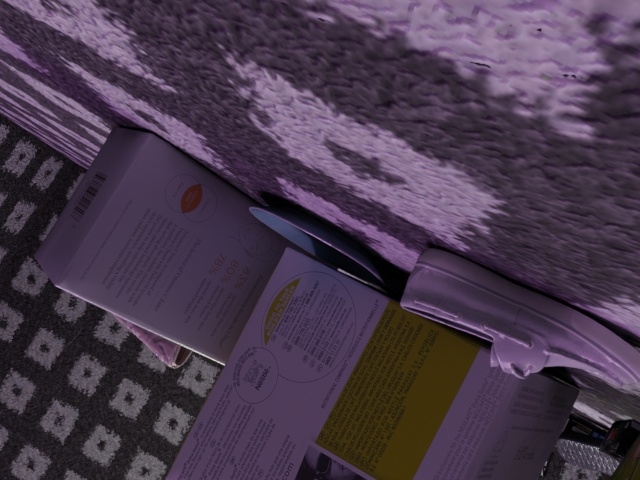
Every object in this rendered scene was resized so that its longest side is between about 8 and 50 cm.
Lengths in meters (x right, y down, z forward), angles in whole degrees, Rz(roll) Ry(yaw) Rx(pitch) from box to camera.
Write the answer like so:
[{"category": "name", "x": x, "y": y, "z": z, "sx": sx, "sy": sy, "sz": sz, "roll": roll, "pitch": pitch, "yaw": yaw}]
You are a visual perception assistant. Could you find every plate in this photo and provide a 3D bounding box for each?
[{"category": "plate", "x": 0.000, "y": 0.000, "z": 0.750, "sx": 0.188, "sy": 0.024, "sz": 0.188, "roll": 29, "pitch": 172, "yaw": 4}]

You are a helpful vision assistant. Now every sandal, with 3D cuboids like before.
[{"category": "sandal", "x": 0.559, "y": 0.398, "z": 1.149, "sx": 0.254, "sy": 0.054, "sz": 0.097, "roll": 6, "pitch": 124, "yaw": 54}]

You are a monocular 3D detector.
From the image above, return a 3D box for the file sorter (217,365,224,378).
[{"category": "file sorter", "x": -0.043, "y": 0.180, "z": 1.185, "sx": 0.193, "sy": 0.278, "sz": 0.173, "roll": 31, "pitch": 175, "yaw": -7}]

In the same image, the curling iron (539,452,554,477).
[{"category": "curling iron", "x": 0.436, "y": 0.383, "z": 1.213, "sx": 0.035, "sy": 0.068, "sz": 0.274, "roll": 19, "pitch": 142, "yaw": 31}]

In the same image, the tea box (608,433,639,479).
[{"category": "tea box", "x": 0.335, "y": 0.418, "z": 0.617, "sx": 0.220, "sy": 0.323, "sz": 0.329, "roll": 29, "pitch": 137, "yaw": 27}]

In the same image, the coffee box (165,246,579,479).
[{"category": "coffee box", "x": 0.080, "y": 0.253, "z": 0.816, "sx": 0.334, "sy": 0.338, "sz": 0.337, "roll": 26, "pitch": 178, "yaw": 36}]

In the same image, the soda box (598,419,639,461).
[{"category": "soda box", "x": 0.459, "y": 0.302, "z": 0.913, "sx": 0.060, "sy": 0.053, "sz": 0.169, "roll": 27, "pitch": 173, "yaw": 22}]

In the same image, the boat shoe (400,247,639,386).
[{"category": "boat shoe", "x": 0.146, "y": 0.069, "z": 0.471, "sx": 0.184, "sy": 0.063, "sz": 0.066, "roll": 28, "pitch": 173, "yaw": 19}]

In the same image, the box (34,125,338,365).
[{"category": "box", "x": -0.178, "y": 0.026, "z": 0.880, "sx": 0.345, "sy": 0.215, "sz": 0.168, "roll": 35, "pitch": 172, "yaw": -34}]

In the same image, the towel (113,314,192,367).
[{"category": "towel", "x": -0.313, "y": 0.071, "z": 1.349, "sx": 0.332, "sy": 0.317, "sz": 0.053, "roll": 24, "pitch": 171, "yaw": 46}]

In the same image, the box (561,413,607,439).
[{"category": "box", "x": 0.572, "y": 0.447, "z": 1.406, "sx": 0.257, "sy": 0.079, "sz": 0.322, "roll": 26, "pitch": 172, "yaw": 15}]
